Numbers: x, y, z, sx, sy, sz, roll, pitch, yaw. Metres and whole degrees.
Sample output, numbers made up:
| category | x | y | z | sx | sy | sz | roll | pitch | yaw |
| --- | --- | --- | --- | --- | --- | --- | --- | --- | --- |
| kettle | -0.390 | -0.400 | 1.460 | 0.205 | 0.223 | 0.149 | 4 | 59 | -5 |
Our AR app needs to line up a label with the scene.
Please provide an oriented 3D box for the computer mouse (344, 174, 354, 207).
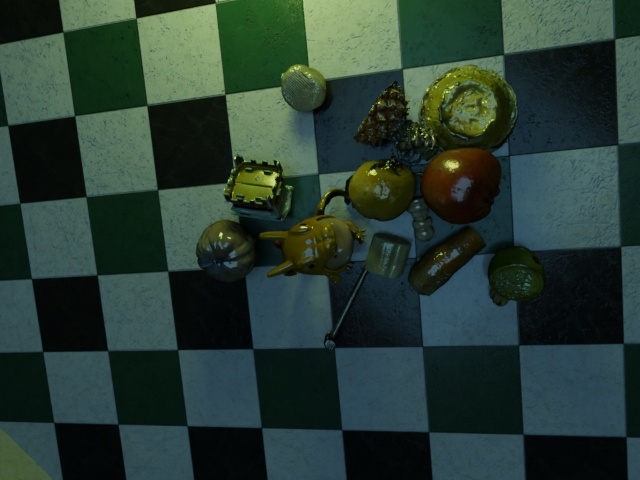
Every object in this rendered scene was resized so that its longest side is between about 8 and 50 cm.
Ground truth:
| category | x | y | z | sx | sy | sz | roll | pitch | yaw |
| --- | --- | --- | --- | --- | --- | --- | --- | --- | --- |
| computer mouse | 0.133 | -0.193 | 1.928 | 0.079 | 0.047 | 0.134 | 24 | 114 | 21 |

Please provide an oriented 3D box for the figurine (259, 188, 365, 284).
| category | x | y | z | sx | sy | sz | roll | pitch | yaw |
| --- | --- | --- | --- | --- | --- | --- | --- | --- | --- |
| figurine | -0.013 | 0.034 | 1.823 | 0.268 | 0.387 | 0.401 | 47 | 111 | 19 |

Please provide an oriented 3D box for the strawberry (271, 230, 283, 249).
| category | x | y | z | sx | sy | sz | roll | pitch | yaw |
| --- | --- | --- | --- | --- | --- | --- | --- | --- | --- |
| strawberry | -0.161 | 0.002 | 2.013 | 0.074 | 0.073 | 0.083 | -17 | 106 | 15 |

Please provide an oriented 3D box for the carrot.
| category | x | y | z | sx | sy | sz | roll | pitch | yaw |
| --- | --- | --- | --- | --- | --- | --- | --- | --- | --- |
| carrot | 0.455 | 0.076 | 1.848 | 0.302 | 0.139 | 0.138 | -45 | 86 | 8 |

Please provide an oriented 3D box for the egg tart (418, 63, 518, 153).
| category | x | y | z | sx | sy | sz | roll | pitch | yaw |
| --- | --- | --- | --- | --- | --- | --- | --- | --- | --- |
| egg tart | 0.520 | -0.453 | 1.763 | 0.346 | 0.132 | 0.345 | 1 | 96 | 11 |

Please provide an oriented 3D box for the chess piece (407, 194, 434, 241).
| category | x | y | z | sx | sy | sz | roll | pitch | yaw |
| --- | --- | --- | --- | --- | --- | --- | --- | --- | --- |
| chess piece | 0.377 | -0.079 | 1.866 | 0.094 | 0.094 | 0.170 | -15 | 98 | 15 |

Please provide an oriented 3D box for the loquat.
| category | x | y | z | sx | sy | sz | roll | pitch | yaw |
| --- | --- | --- | --- | --- | --- | --- | --- | --- | --- |
| loquat | 0.223 | -0.189 | 1.787 | 0.244 | 0.244 | 0.243 | 2 | 97 | 13 |

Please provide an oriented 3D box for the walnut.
| category | x | y | z | sx | sy | sz | roll | pitch | yaw |
| --- | --- | --- | --- | --- | --- | --- | --- | --- | --- |
| walnut | -0.363 | 0.040 | 1.982 | 0.249 | 0.248 | 0.248 | 2 | 97 | 13 |

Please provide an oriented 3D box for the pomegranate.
| category | x | y | z | sx | sy | sz | roll | pitch | yaw |
| --- | --- | --- | --- | --- | --- | --- | --- | --- | --- |
| pomegranate | 0.698 | 0.125 | 1.790 | 0.190 | 0.159 | 0.240 | -2 | 124 | 22 |

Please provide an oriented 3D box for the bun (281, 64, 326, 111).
| category | x | y | z | sx | sy | sz | roll | pitch | yaw |
| --- | --- | --- | --- | --- | --- | --- | --- | --- | --- |
| bun | -0.059 | -0.579 | 1.888 | 0.167 | 0.113 | 0.173 | -8 | 119 | 19 |

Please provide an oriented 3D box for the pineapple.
| category | x | y | z | sx | sy | sz | roll | pitch | yaw |
| --- | --- | --- | --- | --- | --- | --- | --- | --- | --- |
| pineapple | 0.294 | -0.379 | 1.775 | 0.272 | 0.262 | 0.262 | 38 | 104 | 2 |

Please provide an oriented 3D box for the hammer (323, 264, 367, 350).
| category | x | y | z | sx | sy | sz | roll | pitch | yaw |
| --- | --- | --- | --- | --- | --- | --- | --- | --- | --- |
| hammer | 0.109 | 0.256 | 1.975 | 0.044 | 0.111 | 0.365 | 26 | 95 | 0 |

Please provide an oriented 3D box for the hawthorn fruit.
| category | x | y | z | sx | sy | sz | roll | pitch | yaw |
| --- | --- | --- | --- | --- | --- | --- | --- | --- | --- |
| hawthorn fruit | 0.463 | -0.199 | 1.741 | 0.298 | 0.277 | 0.276 | 21 | 102 | 25 |

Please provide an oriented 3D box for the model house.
| category | x | y | z | sx | sy | sz | roll | pitch | yaw |
| --- | --- | --- | --- | --- | --- | --- | --- | --- | --- |
| model house | -0.238 | -0.189 | 1.929 | 0.224 | 0.215 | 0.198 | 8 | 67 | 11 |

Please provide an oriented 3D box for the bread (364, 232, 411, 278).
| category | x | y | z | sx | sy | sz | roll | pitch | yaw |
| --- | --- | --- | --- | --- | --- | --- | --- | --- | --- |
| bread | 0.253 | 0.056 | 1.887 | 0.148 | 0.134 | 0.141 | 21 | 106 | 22 |
